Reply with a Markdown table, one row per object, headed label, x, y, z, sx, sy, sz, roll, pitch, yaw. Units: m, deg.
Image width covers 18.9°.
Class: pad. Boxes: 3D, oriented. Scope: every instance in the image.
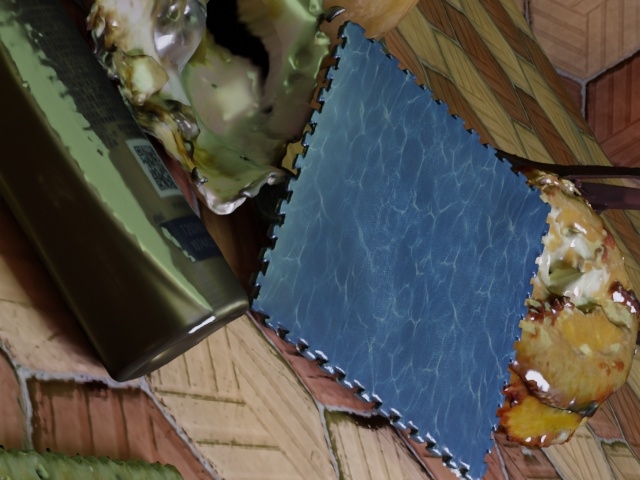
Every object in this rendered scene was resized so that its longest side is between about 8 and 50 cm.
| label | x | y | z | sx | sy | sz | roll | pitch | yaw |
| --- | --- | --- | --- | --- | --- | --- | --- | --- | --- |
| pad | 0.069 | 0.009 | 1.444 | 0.269 | 0.012 | 0.269 | 38 | 55 | -32 |

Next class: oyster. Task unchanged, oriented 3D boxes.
| label | x | y | z | sx | sy | sz | roll | pitch | yaw |
| --- | --- | --- | --- | --- | --- | --- | --- | --- | --- |
| oyster | -0.082 | -0.150 | 1.432 | 0.201 | 0.107 | 0.354 | 48 | 38 | -18 |

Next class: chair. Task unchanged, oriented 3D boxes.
| label | x | y | z | sx | sy | sz | roll | pitch | yaw |
| --- | --- | --- | --- | --- | --- | --- | --- | --- | --- |
| chair | 0.252 | -0.012 | 2.173 | 0.326 | 0.183 | 0.175 | 13 | -13 | 35 |

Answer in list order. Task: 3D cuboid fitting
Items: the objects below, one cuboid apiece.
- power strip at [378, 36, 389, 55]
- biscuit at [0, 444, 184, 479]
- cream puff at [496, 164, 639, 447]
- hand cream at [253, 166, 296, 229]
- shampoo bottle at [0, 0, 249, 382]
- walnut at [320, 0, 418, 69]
| label | x | y | z | sx | sy | sz | roll | pitch | yaw |
| --- | --- | --- | --- | --- | --- | --- | --- | --- | --- |
| power strip | 0.020 | -0.266 | 2.074 | 0.078 | 0.052 | 0.272 | 46 | 18 | -34 |
| biscuit | -0.099 | 0.159 | 0.919 | 0.139 | 0.016 | 0.231 | 64 | 17 | 20 |
| cream puff | 0.166 | 0.059 | 1.639 | 0.240 | 0.164 | 0.240 | 29 | 47 | -36 |
| hand cream | 0.000 | 0.000 | 1.497 | 0.175 | 0.046 | 0.095 | 46 | 17 | -56 |
| shampoo bottle | -0.166 | -0.089 | 1.078 | 0.350 | 0.084 | 0.125 | 58 | 13 | 4 |
| walnut | 0.000 | -0.251 | 1.645 | 0.193 | 0.225 | 0.193 | 37 | 18 | -14 |
